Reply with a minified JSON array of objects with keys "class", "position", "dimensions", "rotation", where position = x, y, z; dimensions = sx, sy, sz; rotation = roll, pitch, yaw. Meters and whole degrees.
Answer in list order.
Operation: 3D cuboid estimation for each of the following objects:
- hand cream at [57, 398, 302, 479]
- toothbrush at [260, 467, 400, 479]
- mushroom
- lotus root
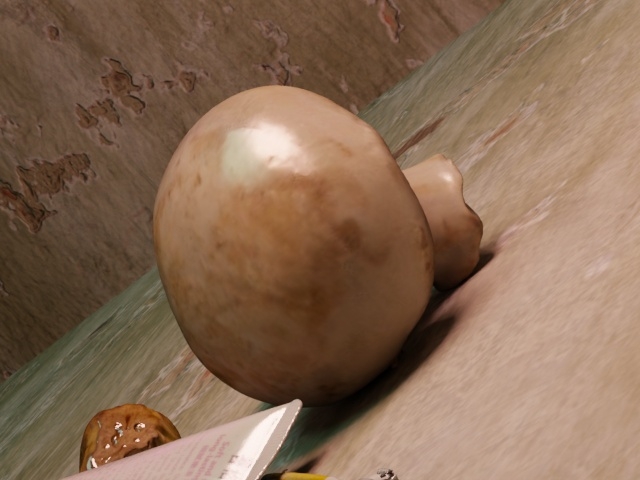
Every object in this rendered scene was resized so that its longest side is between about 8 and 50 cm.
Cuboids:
[{"class":"hand cream","position":[-0.154,0.248,1.659],"dimensions":[0.359,0.118,0.185],"rotation":[-24,27,49]},{"class":"toothbrush","position":[0.003,0.192,1.468],"dimensions":[0.024,0.021,0.288],"rotation":[-33,5,-19]},{"class":"mushroom","position":[0.000,0.000,1.709],"dimensions":[0.290,0.297,0.297],"rotation":[-13,-14,-41]},{"class":"lotus root","position":[-0.210,0.228,1.892],"dimensions":[0.159,0.095,0.135],"rotation":[-38,-31,-31]}]
